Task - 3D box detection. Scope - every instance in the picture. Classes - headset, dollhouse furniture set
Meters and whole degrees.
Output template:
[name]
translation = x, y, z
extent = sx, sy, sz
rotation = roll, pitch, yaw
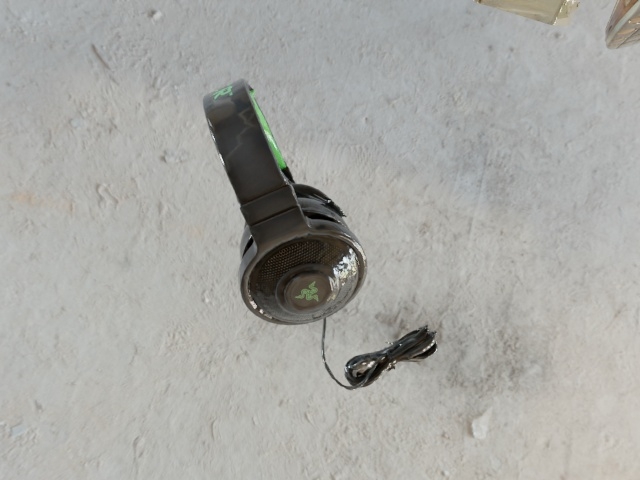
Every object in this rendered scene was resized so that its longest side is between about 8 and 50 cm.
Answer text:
[headset]
translation = 0.000, 0.000, 0.530
extent = 0.185, 0.243, 0.394
rotation = -22, 105, 1
[dollhouse furniture set]
translation = 0.409, -0.531, 0.800
extent = 0.161, 0.242, 0.212
rotation = 36, 40, 28

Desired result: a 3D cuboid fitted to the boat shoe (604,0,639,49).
[boat shoe]
translation = 0.597, -0.465, 0.781
extent = 0.123, 0.324, 0.116
rotation = -8, 75, 2
